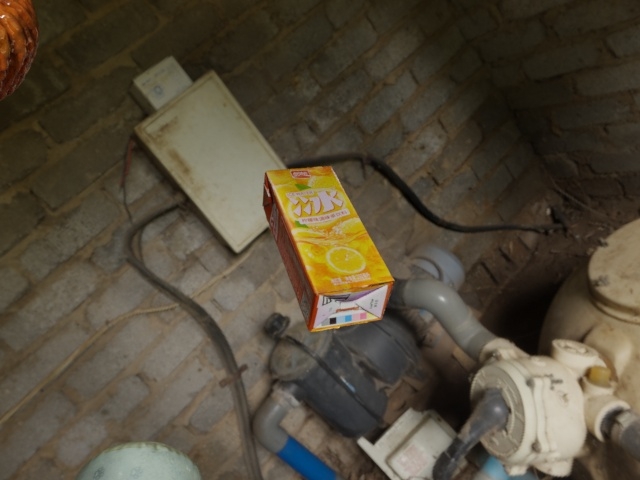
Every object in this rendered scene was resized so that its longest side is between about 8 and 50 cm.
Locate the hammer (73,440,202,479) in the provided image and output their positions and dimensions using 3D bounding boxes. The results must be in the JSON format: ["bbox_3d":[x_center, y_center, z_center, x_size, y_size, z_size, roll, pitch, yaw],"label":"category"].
[{"bbox_3d":[-0.182,0.318,0.431,0.305,0.113,0.201,-59,22,30],"label":"hammer"}]

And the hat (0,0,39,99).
[{"bbox_3d":[-0.664,-0.286,0.983,0.400,0.285,0.285,-60,4,38],"label":"hat"}]

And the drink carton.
[{"bbox_3d":[0.000,0.000,0.667,0.096,0.071,0.222,-7,45,-18],"label":"drink carton"}]
